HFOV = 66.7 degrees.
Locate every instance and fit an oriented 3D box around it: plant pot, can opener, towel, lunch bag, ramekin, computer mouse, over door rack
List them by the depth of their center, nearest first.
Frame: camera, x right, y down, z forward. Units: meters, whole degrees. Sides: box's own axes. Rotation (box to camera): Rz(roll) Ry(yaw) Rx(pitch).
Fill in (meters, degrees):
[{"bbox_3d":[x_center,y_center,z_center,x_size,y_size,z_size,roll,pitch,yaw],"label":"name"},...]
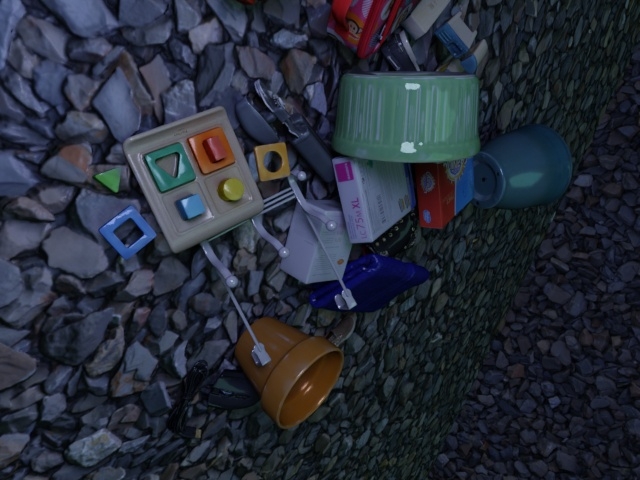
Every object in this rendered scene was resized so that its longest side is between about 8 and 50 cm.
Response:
[{"bbox_3d":[0.112,-0.464,0.826,0.258,0.120,0.293,-49,176,-22],"label":"lunch bag"},{"bbox_3d":[-0.070,0.057,0.934,0.239,0.108,0.324,-29,109,-22],"label":"over door rack"},{"bbox_3d":[-0.060,-0.196,0.945,0.095,0.076,0.283,-31,144,12],"label":"can opener"},{"bbox_3d":[0.172,-0.260,0.980,0.303,0.303,0.148,-20,118,-42],"label":"ramekin"},{"bbox_3d":[-0.084,0.273,1.082,0.205,0.188,0.205,-36,144,-32],"label":"plant pot"},{"bbox_3d":[-0.218,0.375,1.106,0.262,0.060,0.184,28,89,-53],"label":"computer mouse"},{"bbox_3d":[0.130,0.109,1.275,0.228,0.076,0.308,-36,154,24],"label":"towel"},{"bbox_3d":[0.597,-0.217,1.545,0.255,0.271,0.271,-16,125,-27],"label":"plant pot"}]

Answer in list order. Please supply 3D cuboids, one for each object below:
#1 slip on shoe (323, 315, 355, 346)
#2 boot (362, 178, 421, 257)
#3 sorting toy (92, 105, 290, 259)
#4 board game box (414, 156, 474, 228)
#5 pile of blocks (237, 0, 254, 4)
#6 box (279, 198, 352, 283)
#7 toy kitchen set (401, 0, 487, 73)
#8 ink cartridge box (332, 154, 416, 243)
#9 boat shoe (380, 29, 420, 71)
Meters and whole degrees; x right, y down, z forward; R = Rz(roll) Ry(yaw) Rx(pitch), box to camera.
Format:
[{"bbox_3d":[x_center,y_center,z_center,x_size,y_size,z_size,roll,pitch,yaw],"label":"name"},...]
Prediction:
[{"bbox_3d":[0.044,0.261,1.357,0.135,0.051,0.041,-45,128,-12],"label":"slip on shoe"},{"bbox_3d":[0.193,-0.041,1.311,0.178,0.085,0.236,-34,134,-28],"label":"boot"},{"bbox_3d":[-0.191,-0.100,0.787,0.348,0.047,0.196,-30,110,-28],"label":"sorting toy"},{"bbox_3d":[0.330,-0.223,1.287,0.242,0.064,0.316,-36,124,-44],"label":"board game box"},{"bbox_3d":[-0.013,-0.455,0.753,0.362,0.149,0.112,-45,139,-22],"label":"pile of blocks"},{"bbox_3d":[0.000,0.000,1.101,0.130,0.091,0.170,-1,113,-50],"label":"box"},{"bbox_3d":[0.260,-0.449,1.147,0.207,0.166,0.122,42,69,-16],"label":"toy kitchen set"},{"bbox_3d":[0.136,-0.127,1.114,0.311,0.065,0.186,-32,113,-54],"label":"ink cartridge box"},{"bbox_3d":[0.195,-0.396,1.126,0.065,0.075,0.206,-21,152,17],"label":"boat shoe"}]
